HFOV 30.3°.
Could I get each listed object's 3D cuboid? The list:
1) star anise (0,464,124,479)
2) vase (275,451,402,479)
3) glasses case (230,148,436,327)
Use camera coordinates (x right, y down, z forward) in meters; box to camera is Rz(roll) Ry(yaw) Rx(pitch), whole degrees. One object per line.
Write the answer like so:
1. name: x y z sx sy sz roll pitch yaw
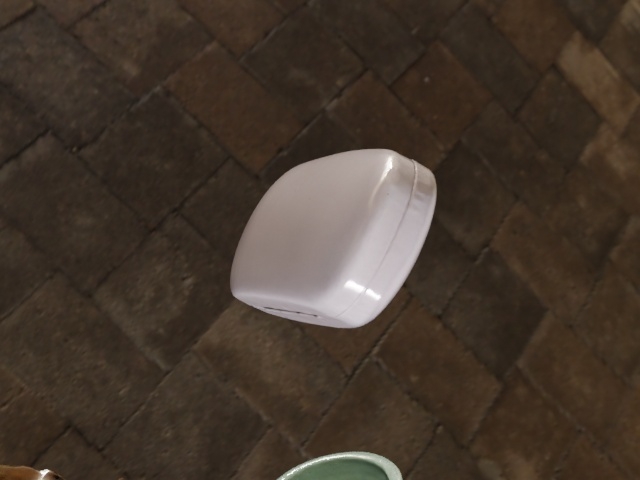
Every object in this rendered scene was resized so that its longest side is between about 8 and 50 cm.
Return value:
1. star anise: -0.194 0.269 0.958 0.237 0.346 0.148 48 60 -38
2. vase: 0.044 0.372 1.166 0.143 0.143 0.299 -36 119 -42
3. glasses case: 0.000 0.000 0.834 0.075 0.297 0.113 28 82 -14
